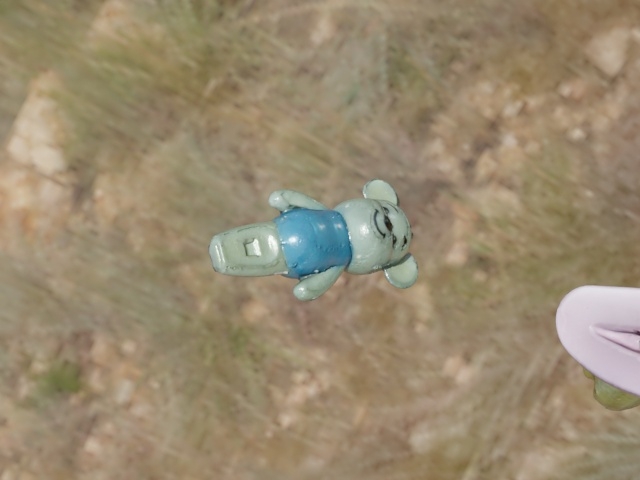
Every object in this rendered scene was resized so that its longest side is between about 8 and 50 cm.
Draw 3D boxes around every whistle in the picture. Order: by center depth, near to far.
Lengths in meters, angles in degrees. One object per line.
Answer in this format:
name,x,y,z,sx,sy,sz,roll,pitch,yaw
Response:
whistle,0.000,0.000,1.632,0.077,0.235,0.114,-26,75,50

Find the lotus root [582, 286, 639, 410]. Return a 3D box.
lotus root,0.317,0.097,1.687,0.183,0.077,0.090,114,146,-45

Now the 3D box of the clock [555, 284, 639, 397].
clock,0.237,0.035,0.647,0.290,0.080,0.275,5,82,32
